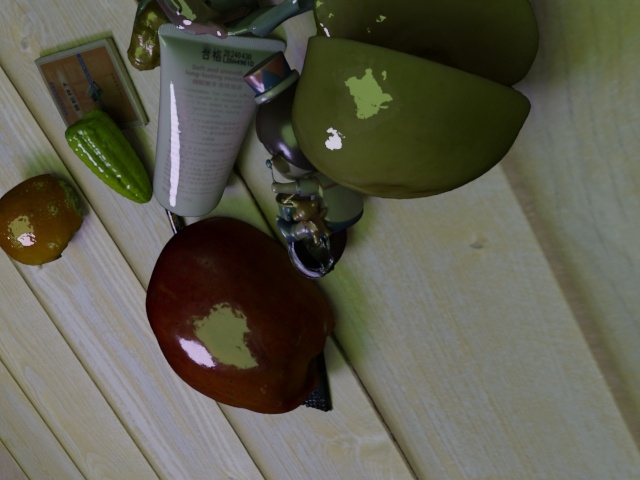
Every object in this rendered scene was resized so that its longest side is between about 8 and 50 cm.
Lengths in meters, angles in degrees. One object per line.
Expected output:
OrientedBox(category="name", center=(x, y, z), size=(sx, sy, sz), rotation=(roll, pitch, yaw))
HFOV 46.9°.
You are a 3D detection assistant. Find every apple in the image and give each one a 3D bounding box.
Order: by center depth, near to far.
OrientedBox(category="apple", center=(0.102, -0.189, 0.830), size=(0.253, 0.292, 0.292), rotation=(14, 134, -6))
OrientedBox(category="apple", center=(-0.151, 0.151, 1.376), size=(0.364, 0.295, 0.329), rotation=(28, 164, 23))

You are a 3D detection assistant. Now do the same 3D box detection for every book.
OrientedBox(category="book", center=(-0.437, -0.283, 1.395), size=(0.241, 0.018, 0.170), rotation=(-1, 119, 40))

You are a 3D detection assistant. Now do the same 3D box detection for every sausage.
OrientedBox(category="sausage", center=(-0.278, -0.016, 1.453), size=(0.028, 0.025, 0.199), rotation=(-119, 14, -60))

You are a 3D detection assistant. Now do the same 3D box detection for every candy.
OrientedBox(category="candy", center=(-0.389, -0.150, 1.395), size=(0.096, 0.097, 0.210), rotation=(-2, 135, 40))

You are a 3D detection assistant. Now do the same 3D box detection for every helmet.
OrientedBox(category="helmet", center=(0.000, 0.000, 1.205), size=(0.098, 0.070, 0.123), rotation=(43, 146, 15))

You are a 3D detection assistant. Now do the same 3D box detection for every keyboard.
OrientedBox(category="keyboard", center=(-0.022, 0.245, 1.438), size=(0.072, 0.023, 0.231), rotation=(13, 127, 29))

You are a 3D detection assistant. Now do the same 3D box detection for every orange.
OrientedBox(category="orange", center=(-0.637, -0.034, 1.638), size=(0.237, 0.158, 0.179), rotation=(-27, 99, 47))

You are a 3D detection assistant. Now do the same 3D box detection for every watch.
OrientedBox(category="watch", center=(-0.105, -0.391, 0.954), size=(0.241, 0.162, 0.253), rotation=(-30, 100, 40))

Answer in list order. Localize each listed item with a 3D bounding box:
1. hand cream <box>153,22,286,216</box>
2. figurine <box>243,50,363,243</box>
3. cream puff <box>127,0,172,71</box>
OrientedBox(category="hand cream", center=(-0.189, -0.188, 1.181), size=(0.185, 0.118, 0.359), rotation=(6, 139, -18))
OrientedBox(category="figurine", center=(-0.021, -0.138, 1.066), size=(0.158, 0.161, 0.276), rotation=(20, 128, 47))
OrientedBox(category="cream puff", center=(-0.227, -0.325, 1.125), size=(0.116, 0.146, 0.146), rotation=(10, 138, -16))
